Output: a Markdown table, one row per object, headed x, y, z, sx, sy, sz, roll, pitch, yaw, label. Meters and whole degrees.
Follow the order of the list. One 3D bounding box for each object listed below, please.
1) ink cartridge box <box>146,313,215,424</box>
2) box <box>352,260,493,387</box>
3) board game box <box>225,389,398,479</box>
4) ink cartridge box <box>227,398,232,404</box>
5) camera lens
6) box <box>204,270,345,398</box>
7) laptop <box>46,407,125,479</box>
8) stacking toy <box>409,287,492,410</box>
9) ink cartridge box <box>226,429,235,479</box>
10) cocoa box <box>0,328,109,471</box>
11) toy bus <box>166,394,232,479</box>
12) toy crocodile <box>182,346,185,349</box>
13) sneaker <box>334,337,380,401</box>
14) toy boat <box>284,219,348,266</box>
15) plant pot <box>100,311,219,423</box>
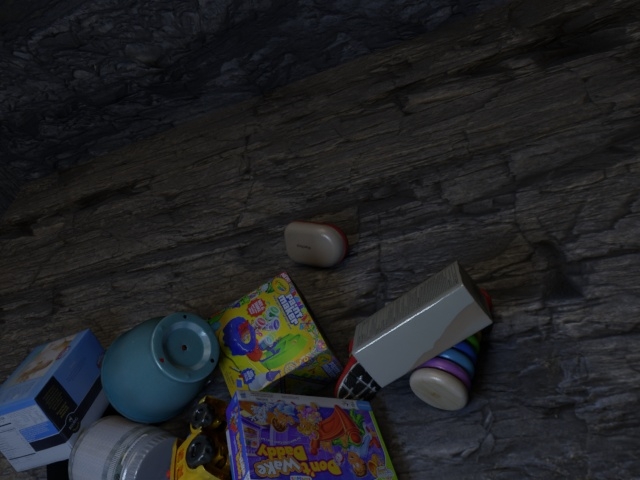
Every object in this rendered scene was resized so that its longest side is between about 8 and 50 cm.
| x | y | z | sx | sy | sz | roll | pitch | yaw | label |
| --- | --- | --- | --- | --- | --- | --- | --- | --- | --- |
| -0.495 | 0.394 | 1.686 | 0.275 | 0.239 | 0.060 | -34 | -3 | 1 | ink cartridge box |
| 0.234 | 0.198 | 1.329 | 0.311 | 0.121 | 0.148 | -36 | 12 | 20 | box |
| -0.021 | 0.460 | 1.241 | 0.078 | 0.347 | 0.233 | -63 | 28 | 28 | board game box |
| -0.239 | 0.531 | 1.490 | 0.127 | 0.072 | 0.175 | -35 | 40 | -5 | ink cartridge box |
| -0.504 | 0.592 | 1.479 | 0.274 | 0.219 | 0.219 | 1 | 48 | 33 | camera lens |
| -0.129 | 0.294 | 1.554 | 0.279 | 0.177 | 0.290 | -32 | 50 | -2 | box |
| -0.690 | 0.647 | 1.707 | 0.234 | 0.136 | 0.264 | -19 | 15 | 14 | laptop |
| 0.340 | 0.245 | 1.390 | 0.141 | 0.141 | 0.330 | 3 | 45 | 35 | stacking toy |
| -0.125 | 0.532 | 1.316 | 0.086 | 0.203 | 0.148 | -30 | 38 | 5 | ink cartridge box |
| -0.815 | 0.478 | 1.723 | 0.232 | 0.228 | 0.347 | -20 | 22 | 14 | cocoa box |
| -0.298 | 0.529 | 1.380 | 0.211 | 0.149 | 0.220 | -37 | 35 | 19 | toy bus |
| -0.479 | 0.389 | 1.782 | 0.341 | 0.105 | 0.115 | -22 | 1 | 9 | toy crocodile |
| 0.114 | 0.318 | 1.497 | 0.118 | 0.107 | 0.279 | -10 | 37 | 52 | sneaker |
| 0.000 | 0.000 | 1.881 | 0.231 | 0.151 | 0.151 | 8 | 24 | 38 | toy boat |
| -0.398 | 0.314 | 1.472 | 0.255 | 0.272 | 0.271 | -37 | 27 | 43 | plant pot |
